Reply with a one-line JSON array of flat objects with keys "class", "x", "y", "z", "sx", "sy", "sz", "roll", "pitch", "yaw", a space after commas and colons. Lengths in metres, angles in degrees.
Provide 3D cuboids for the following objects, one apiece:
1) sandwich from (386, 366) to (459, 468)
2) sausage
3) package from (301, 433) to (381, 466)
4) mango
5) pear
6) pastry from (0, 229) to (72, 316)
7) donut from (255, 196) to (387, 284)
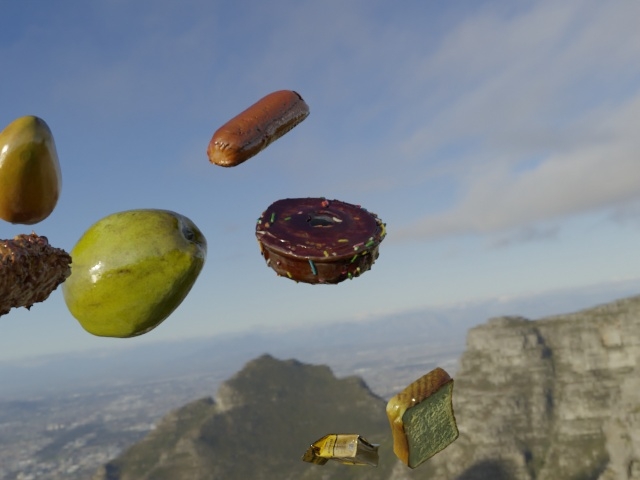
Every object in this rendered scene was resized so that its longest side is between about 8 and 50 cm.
[{"class": "sandwich", "x": 0.258, "y": 0.444, "z": 1.924, "sx": 0.186, "sy": 0.214, "sz": 0.065, "roll": -29, "pitch": 36, "yaw": -21}, {"class": "sausage", "x": -0.132, "y": -0.253, "z": 1.714, "sx": 0.102, "sy": 0.102, "sz": 0.330, "roll": -12, "pitch": 21, "yaw": 38}, {"class": "package", "x": 0.036, "y": 0.372, "z": 1.373, "sx": 0.131, "sy": 0.047, "sz": 0.071, "roll": -14, "pitch": -31, "yaw": 41}, {"class": "mango", "x": -0.631, "y": -0.138, "z": 1.640, "sx": 0.139, "sy": 0.175, "sz": 0.254, "roll": 17, "pitch": -44, "yaw": 5}, {"class": "pear", "x": -0.389, "y": 0.063, "z": 1.623, "sx": 0.307, "sy": 0.253, "sz": 0.253, "roll": -32, "pitch": -11, "yaw": 11}, {"class": "pastry", "x": -0.307, "y": 0.033, "z": 0.727, "sx": 0.087, "sy": 0.063, "sz": 0.169, "roll": -49, "pitch": -9, "yaw": 21}, {"class": "donut", "x": 0.000, "y": 0.000, "z": 1.367, "sx": 0.235, "sy": 0.089, "sz": 0.235, "roll": 1, "pitch": 27, "yaw": 0}]
